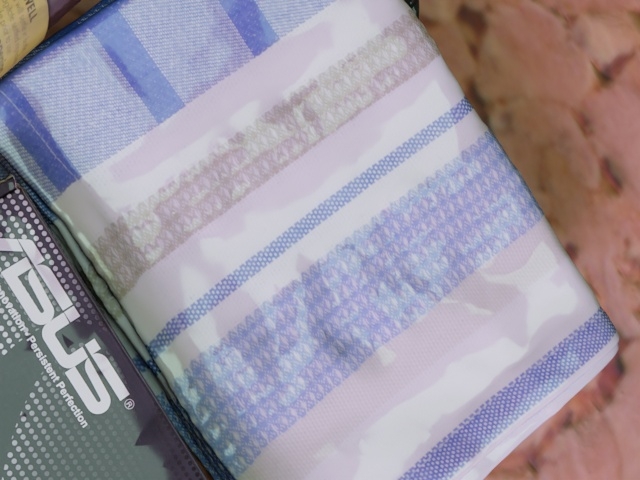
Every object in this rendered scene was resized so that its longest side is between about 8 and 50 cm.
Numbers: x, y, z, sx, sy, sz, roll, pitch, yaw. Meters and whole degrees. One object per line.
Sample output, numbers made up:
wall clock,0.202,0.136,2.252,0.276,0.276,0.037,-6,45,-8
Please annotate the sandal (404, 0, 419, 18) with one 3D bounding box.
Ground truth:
sandal,0.005,-0.066,0.609,0.067,0.040,0.179,8,91,-22

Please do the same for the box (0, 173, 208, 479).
box,-0.139,0.144,0.470,0.216,0.060,0.270,-34,98,-29

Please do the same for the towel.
towel,0.000,0.000,0.565,0.209,0.034,0.285,-38,103,-17

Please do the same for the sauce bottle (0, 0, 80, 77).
sauce bottle,-0.153,-0.108,0.481,0.111,0.111,0.344,49,62,-13
